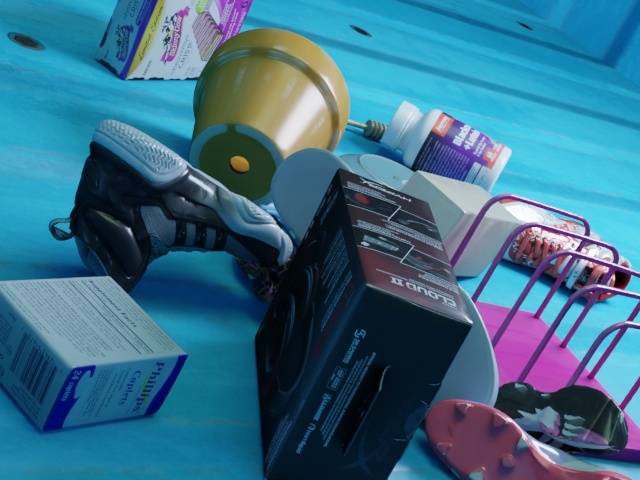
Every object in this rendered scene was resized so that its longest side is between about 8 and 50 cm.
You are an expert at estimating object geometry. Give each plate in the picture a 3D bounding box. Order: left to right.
[{"bbox_3d":[0.112,-0.089,2.052,0.188,0.024,0.188,23,20,-9],"label":"plate"}]

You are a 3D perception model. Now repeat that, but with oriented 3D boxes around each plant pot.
[{"bbox_3d":[-0.082,-0.142,1.733,0.205,0.205,0.188,27,37,-2],"label":"plant pot"}]

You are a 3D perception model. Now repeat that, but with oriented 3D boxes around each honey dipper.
[{"bbox_3d":[0.039,-0.195,2.205,0.161,0.030,0.030,13,25,-24],"label":"honey dipper"}]

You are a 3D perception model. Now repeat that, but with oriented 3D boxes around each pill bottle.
[{"bbox_3d":[0.200,-0.145,2.169,0.194,0.108,0.108,29,21,5],"label":"pill bottle"}]

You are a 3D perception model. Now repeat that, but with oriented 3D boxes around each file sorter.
[{"bbox_3d":[0.298,0.099,1.622,0.202,0.182,0.290,13,25,-34],"label":"file sorter"}]

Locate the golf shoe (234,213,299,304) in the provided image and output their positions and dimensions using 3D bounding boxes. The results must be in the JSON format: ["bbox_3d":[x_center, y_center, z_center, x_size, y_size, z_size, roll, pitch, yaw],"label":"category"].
[{"bbox_3d":[-0.045,0.038,1.533,0.086,0.067,0.186,45,11,-31],"label":"golf shoe"}]

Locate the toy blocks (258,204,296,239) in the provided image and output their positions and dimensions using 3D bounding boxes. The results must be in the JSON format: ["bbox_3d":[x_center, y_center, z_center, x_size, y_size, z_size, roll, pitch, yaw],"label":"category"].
[{"bbox_3d":[0.000,0.000,1.669,0.148,0.054,0.123,14,24,-31],"label":"toy blocks"}]

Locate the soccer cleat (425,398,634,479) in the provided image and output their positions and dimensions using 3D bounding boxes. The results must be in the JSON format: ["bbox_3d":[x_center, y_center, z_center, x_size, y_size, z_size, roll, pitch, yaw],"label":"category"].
[{"bbox_3d":[0.220,0.237,1.365,0.248,0.083,0.095,22,-10,17],"label":"soccer cleat"}]

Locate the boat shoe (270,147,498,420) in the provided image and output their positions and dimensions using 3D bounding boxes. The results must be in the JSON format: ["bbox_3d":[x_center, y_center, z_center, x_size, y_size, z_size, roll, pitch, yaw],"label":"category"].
[{"bbox_3d":[0.079,0.063,1.521,0.367,0.136,0.156,51,3,21],"label":"boat shoe"}]

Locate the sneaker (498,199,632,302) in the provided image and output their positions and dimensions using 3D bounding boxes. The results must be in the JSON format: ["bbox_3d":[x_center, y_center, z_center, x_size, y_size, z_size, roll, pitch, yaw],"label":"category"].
[{"bbox_3d":[0.351,0.018,1.999,0.270,0.090,0.145,12,23,-40],"label":"sneaker"}]

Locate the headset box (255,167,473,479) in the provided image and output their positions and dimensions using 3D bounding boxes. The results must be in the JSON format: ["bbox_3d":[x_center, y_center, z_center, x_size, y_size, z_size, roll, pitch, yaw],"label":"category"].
[{"bbox_3d":[0.032,0.094,1.266,0.110,0.218,0.293,21,22,-14],"label":"headset box"}]

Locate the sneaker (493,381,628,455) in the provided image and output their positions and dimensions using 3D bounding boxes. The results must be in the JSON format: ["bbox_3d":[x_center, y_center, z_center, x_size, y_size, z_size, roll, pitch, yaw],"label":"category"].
[{"bbox_3d":[0.258,0.198,1.422,0.178,0.072,0.077,11,-38,54],"label":"sneaker"}]

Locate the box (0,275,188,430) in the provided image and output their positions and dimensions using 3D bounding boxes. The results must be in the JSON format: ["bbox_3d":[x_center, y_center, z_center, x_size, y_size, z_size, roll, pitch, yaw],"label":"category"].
[{"bbox_3d":[-0.211,0.095,1.173,0.126,0.072,0.137,41,25,32],"label":"box"}]

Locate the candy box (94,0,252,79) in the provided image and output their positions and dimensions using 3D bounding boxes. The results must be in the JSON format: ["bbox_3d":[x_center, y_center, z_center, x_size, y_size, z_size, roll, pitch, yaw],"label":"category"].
[{"bbox_3d":[-0.213,-0.324,2.014,0.071,0.159,0.233,36,24,24],"label":"candy box"}]

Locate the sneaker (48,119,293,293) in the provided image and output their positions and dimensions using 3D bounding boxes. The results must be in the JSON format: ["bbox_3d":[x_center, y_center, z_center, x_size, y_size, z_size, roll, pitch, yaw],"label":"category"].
[{"bbox_3d":[-0.157,-0.004,1.388,0.269,0.153,0.101,33,-1,-38],"label":"sneaker"}]

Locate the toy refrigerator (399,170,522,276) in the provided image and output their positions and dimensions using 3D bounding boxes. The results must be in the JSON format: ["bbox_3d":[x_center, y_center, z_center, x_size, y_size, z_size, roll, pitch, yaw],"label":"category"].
[{"bbox_3d":[0.167,-0.020,1.773,0.094,0.102,0.269,43,15,19],"label":"toy refrigerator"}]
